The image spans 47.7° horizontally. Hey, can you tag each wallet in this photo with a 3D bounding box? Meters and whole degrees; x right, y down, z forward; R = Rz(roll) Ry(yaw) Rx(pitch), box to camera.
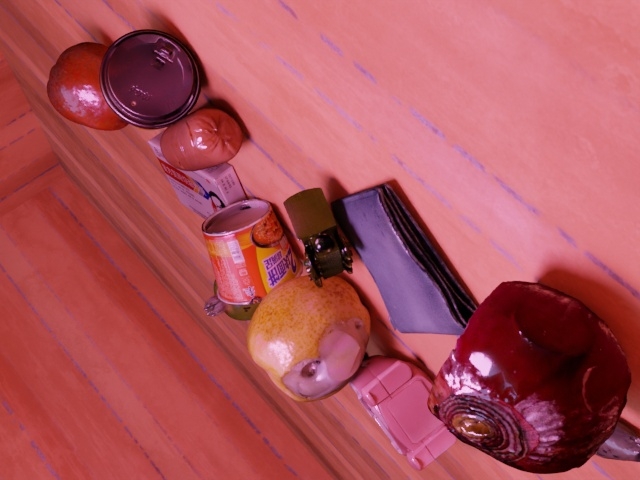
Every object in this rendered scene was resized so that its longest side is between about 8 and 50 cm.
[{"bbox_3d":[0.130,0.044,1.223,0.290,0.054,0.251,55,161,-7],"label":"wallet"}]

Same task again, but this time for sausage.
[{"bbox_3d":[-0.256,-0.211,1.534,0.121,0.121,0.304,58,161,-16],"label":"sausage"}]

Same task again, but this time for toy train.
[{"bbox_3d":[0.000,0.000,1.321,0.225,0.090,0.137,77,171,-75],"label":"toy train"}]

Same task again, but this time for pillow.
[{"bbox_3d":[0.371,0.261,1.069,0.241,0.051,0.093,31,152,40],"label":"pillow"}]

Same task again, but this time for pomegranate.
[{"bbox_3d":[-0.219,0.143,1.933,0.179,0.209,0.180,29,137,31],"label":"pomegranate"}]

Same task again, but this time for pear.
[{"bbox_3d":[-0.021,0.199,1.520,0.271,0.271,0.271,44,159,22],"label":"pear"}]

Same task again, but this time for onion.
[{"bbox_3d":[0.278,0.164,0.900,0.206,0.216,0.206,32,138,21],"label":"onion"}]

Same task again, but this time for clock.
[{"bbox_3d":[0.166,0.342,1.558,0.227,0.142,0.241,55,170,-8],"label":"clock"}]

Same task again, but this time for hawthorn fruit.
[{"bbox_3d":[-0.539,-0.368,1.808,0.262,0.211,0.210,32,163,-10],"label":"hawthorn fruit"}]

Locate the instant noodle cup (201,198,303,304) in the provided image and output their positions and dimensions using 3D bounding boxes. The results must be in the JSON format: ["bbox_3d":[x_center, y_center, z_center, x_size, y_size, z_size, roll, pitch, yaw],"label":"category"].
[{"bbox_3d":[-0.162,0.018,1.626,0.213,0.213,0.174,22,137,54],"label":"instant noodle cup"}]

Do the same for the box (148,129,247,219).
[{"bbox_3d":[-0.294,-0.137,1.835,0.353,0.069,0.214,29,150,45],"label":"box"}]

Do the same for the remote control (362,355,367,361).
[{"bbox_3d":[0.117,0.349,1.762,0.399,0.062,0.144,50,159,6],"label":"remote control"}]

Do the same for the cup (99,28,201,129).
[{"bbox_3d":[-0.357,-0.314,1.506,0.196,0.196,0.279,55,167,-9],"label":"cup"}]
